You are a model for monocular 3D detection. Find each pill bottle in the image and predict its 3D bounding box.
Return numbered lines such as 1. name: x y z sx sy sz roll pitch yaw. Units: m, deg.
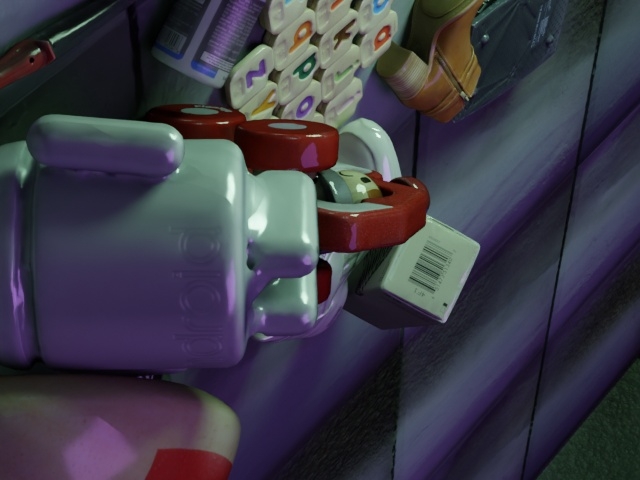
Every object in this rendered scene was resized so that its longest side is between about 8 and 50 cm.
1. pill bottle: -0.099 -0.222 1.607 0.137 0.078 0.078 -62 156 7

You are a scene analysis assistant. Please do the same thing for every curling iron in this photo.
1. curling iron: -0.247 -0.167 1.435 0.274 0.035 0.068 -33 145 -45

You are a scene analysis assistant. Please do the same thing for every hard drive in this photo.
1. hard drive: 0.245 -0.276 2.237 0.254 0.054 0.172 -36 147 -40

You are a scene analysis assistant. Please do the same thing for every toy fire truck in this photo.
1. toy fire truck: -0.025 -0.046 1.685 0.254 0.302 0.169 -12 109 -46

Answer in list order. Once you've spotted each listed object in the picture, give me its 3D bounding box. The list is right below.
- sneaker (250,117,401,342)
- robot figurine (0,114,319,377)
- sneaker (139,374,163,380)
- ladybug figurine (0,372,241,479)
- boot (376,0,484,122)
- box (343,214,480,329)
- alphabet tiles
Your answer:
1. sneaker: 0.000 0.000 1.998 0.152 0.114 0.305 -15 133 -57
2. robot figurine: -0.179 0.012 1.458 0.200 0.353 0.300 -93 -178 -50
3. sneaker: -0.164 0.105 1.852 0.188 0.078 0.067 -62 156 8
4. ladybug figurine: -0.229 0.220 1.575 0.449 0.305 0.162 30 56 -72
5. boot: 0.166 -0.243 2.070 0.197 0.073 0.152 -47 142 8
6. box: 0.099 0.041 2.097 0.113 0.094 0.275 -64 -170 -11
7. alphabet tiles: -0.009 -0.206 1.868 0.278 0.021 0.284 -44 152 -25
